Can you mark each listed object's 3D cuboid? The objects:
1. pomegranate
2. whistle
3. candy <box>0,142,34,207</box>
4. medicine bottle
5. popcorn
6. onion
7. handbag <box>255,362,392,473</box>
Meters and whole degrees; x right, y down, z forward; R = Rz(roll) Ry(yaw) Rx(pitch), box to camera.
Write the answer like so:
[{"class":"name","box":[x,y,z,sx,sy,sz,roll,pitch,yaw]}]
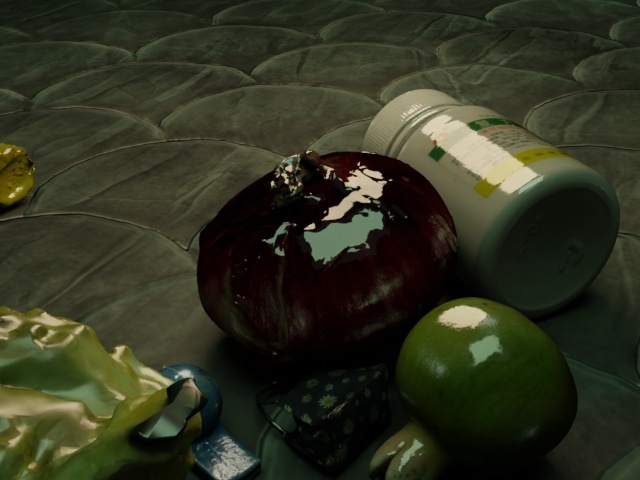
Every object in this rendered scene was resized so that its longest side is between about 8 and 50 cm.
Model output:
[{"class":"pomegranate","box":[0.138,0.149,0.796,0.210,0.179,0.179,-26,39,-35]},{"class":"whistle","box":[-0.128,0.174,0.845,0.090,0.090,0.158,-27,39,-37]},{"class":"candy","box":[-0.551,-0.109,1.321,0.199,0.094,0.106,9,33,29]},{"class":"medicine bottle","box":[0.206,-0.066,1.121,0.208,0.208,0.339,-13,34,-20]},{"class":"popcorn","box":[-0.229,0.183,0.686,0.293,0.237,0.293,-4,33,2]},{"class":"onion","box":[0.000,0.000,0.966,0.314,0.232,0.314,-15,25,7]},{"class":"handbag","box":[-0.007,0.171,0.878,0.139,0.072,0.115,7,28,38]}]
